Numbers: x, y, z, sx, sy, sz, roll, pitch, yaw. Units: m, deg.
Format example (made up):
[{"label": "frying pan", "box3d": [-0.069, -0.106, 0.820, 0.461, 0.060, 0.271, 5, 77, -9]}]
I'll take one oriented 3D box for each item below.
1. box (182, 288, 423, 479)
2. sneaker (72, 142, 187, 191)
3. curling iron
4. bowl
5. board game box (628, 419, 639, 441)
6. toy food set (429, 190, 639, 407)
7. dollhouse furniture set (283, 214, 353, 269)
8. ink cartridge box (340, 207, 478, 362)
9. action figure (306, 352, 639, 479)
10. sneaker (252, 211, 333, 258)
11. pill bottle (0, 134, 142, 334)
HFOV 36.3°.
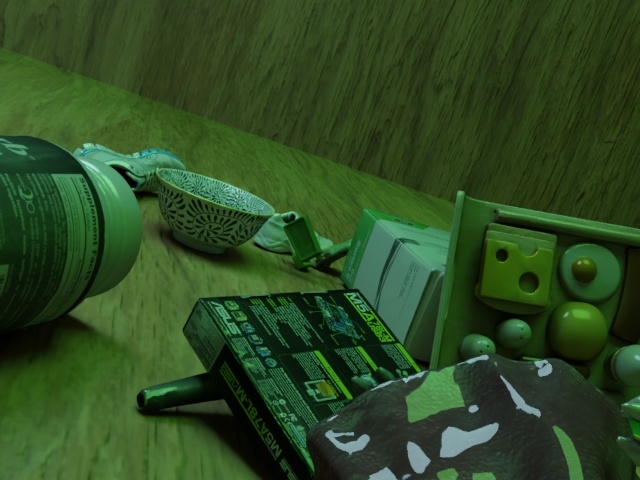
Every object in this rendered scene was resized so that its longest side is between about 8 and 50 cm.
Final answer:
[{"label": "box", "box3d": [0.007, 0.119, 0.805, 0.184, 0.045, 0.191, 1, 39, -44]}, {"label": "sneaker", "box3d": [-0.278, -0.096, 1.478, 0.190, 0.071, 0.083, -1, 29, -41]}, {"label": "curling iron", "box3d": [-0.039, 0.127, 0.853, 0.274, 0.068, 0.035, 1, 23, -46]}, {"label": "bowl", "box3d": [-0.154, -0.032, 1.329, 0.170, 0.080, 0.170, 20, 11, -4]}, {"label": "board game box", "box3d": [0.445, 0.258, 1.130, 0.259, 0.039, 0.124, 27, 14, 18]}, {"label": "toy food set", "box3d": [0.282, 0.075, 1.109, 0.306, 0.220, 0.092, 10, -6, -7]}, {"label": "dollhouse furniture set", "box3d": [0.000, 0.000, 1.423, 0.151, 0.076, 0.058, -1, 65, -65]}, {"label": "ink cartridge box", "box3d": [0.171, 0.072, 1.305, 0.211, 0.121, 0.289, 17, 12, -18]}, {"label": "action figure", "box3d": [0.107, 0.218, 0.515, 0.370, 0.248, 0.276, -103, 167, -62]}, {"label": "sneaker", "box3d": [-0.031, -0.009, 1.494, 0.152, 0.061, 0.053, 12, 12, -44]}, {"label": "pill bottle", "box3d": [-0.268, -0.004, 0.775, 0.162, 0.162, 0.278, 24, 12, 16]}]
